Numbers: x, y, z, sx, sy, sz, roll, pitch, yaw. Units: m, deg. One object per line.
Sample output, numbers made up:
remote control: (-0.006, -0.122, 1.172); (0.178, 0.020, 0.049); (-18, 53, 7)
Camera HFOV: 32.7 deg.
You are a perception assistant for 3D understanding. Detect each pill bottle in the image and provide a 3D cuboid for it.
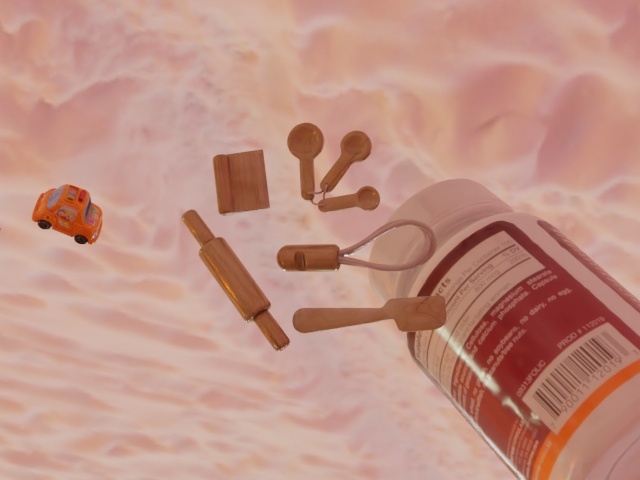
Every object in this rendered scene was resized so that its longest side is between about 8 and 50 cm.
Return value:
pill bottle: (0.229, 0.111, 1.189); (0.224, 0.392, 0.224); (-19, 133, -22)

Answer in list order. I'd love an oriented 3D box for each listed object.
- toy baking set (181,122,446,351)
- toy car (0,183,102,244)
toy baking set: (-0.006, 0.003, 1.010); (0.197, 0.256, 0.030); (-34, 165, 5)
toy car: (-0.214, -0.006, 0.856); (0.060, 0.122, 0.040); (35, 128, -3)
